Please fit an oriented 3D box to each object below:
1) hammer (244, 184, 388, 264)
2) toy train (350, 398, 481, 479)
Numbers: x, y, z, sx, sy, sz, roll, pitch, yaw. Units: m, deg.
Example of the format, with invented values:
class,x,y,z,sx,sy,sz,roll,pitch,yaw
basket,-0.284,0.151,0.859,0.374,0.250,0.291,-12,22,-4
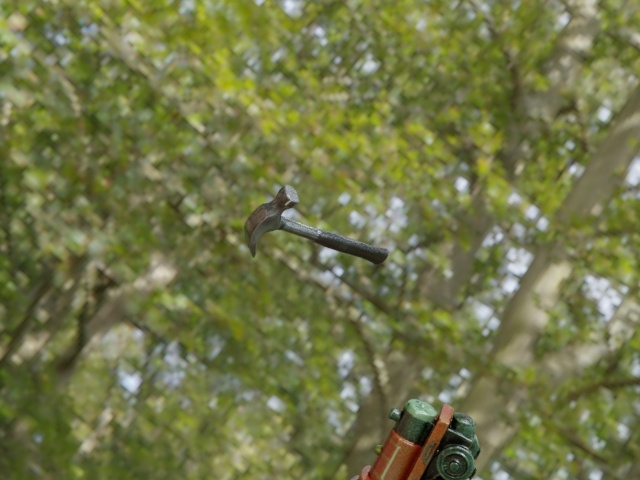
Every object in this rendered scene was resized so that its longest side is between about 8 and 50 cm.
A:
class,x,y,z,sx,sy,sz,roll,pitch,yaw
hammer,0.000,0.000,1.862,0.103,0.029,0.246,-41,-36,23
toy train,0.057,0.145,0.918,0.064,0.044,0.103,28,-73,5
